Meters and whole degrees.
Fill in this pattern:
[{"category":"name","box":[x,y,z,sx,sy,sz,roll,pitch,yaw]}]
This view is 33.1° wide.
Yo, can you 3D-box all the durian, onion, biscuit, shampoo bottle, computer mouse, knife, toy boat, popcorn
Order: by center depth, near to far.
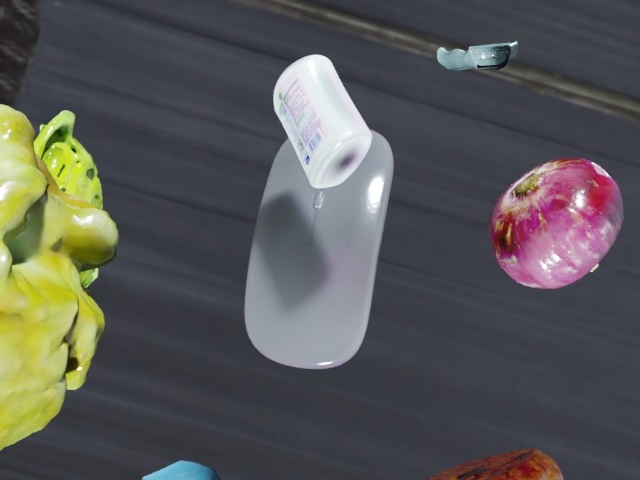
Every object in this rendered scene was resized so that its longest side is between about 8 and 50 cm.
[{"category":"popcorn","box":[-0.283,0.012,0.741,0.247,0.282,0.282,-57,-7,-31]},{"category":"biscuit","box":[0.098,0.205,0.825,0.192,0.192,0.049,119,130,-81]},{"category":"shampoo bottle","box":[-0.002,-0.101,0.866,0.099,0.043,0.072,64,144,24]},{"category":"computer mouse","box":[0.000,0.000,0.979,0.057,0.120,0.232,48,-128,-68]},{"category":"knife","box":[0.166,-0.198,1.161,0.210,0.015,0.028,-150,47,-74]},{"category":"toy boat","box":[-0.136,0.301,1.187,0.185,0.075,0.077,-1,108,60]},{"category":"durian","box":[-0.334,-0.031,1.331,0.139,0.101,0.250,-58,-26,-45]},{"category":"onion","box":[0.297,-0.020,1.350,0.177,0.153,0.177,-40,-7,-6]}]
